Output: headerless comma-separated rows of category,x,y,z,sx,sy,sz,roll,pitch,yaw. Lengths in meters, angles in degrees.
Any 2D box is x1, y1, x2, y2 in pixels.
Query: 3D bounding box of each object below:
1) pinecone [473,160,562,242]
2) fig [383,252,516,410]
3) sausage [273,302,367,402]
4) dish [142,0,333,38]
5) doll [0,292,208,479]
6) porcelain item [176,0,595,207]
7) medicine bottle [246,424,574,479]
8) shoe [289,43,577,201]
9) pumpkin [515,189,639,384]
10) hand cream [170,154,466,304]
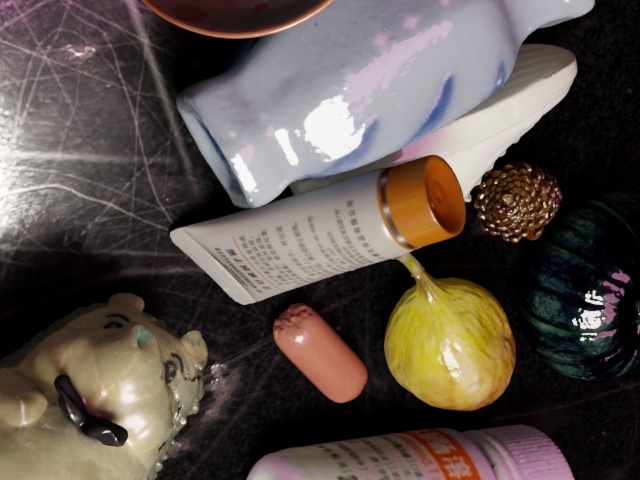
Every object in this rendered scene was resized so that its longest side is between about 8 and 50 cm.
pinecone,0.247,-0.048,1.562,0.109,0.102,0.102,-15,120,-34
fig,0.134,0.092,1.525,0.159,0.159,0.257,-40,133,-8
sausage,0.000,0.133,1.527,0.062,0.062,0.154,-44,128,-5
dish,-0.060,-0.303,1.204,0.260,0.260,0.085,-53,164,2
doll,-0.257,0.203,1.279,0.349,0.247,0.247,-48,133,-37
porcelain item,0.063,-0.187,1.293,0.405,0.242,0.178,-33,99,-9
medicine bottle,0.113,0.347,1.602,0.388,0.219,0.219,-3,115,-28
shoe,0.143,-0.089,1.463,0.363,0.132,0.160,-26,124,-12
pumpkin,0.378,0.067,1.604,0.248,0.248,0.248,-13,120,-25
hand cream,0.000,0.000,1.358,0.314,0.089,0.139,-17,133,28
